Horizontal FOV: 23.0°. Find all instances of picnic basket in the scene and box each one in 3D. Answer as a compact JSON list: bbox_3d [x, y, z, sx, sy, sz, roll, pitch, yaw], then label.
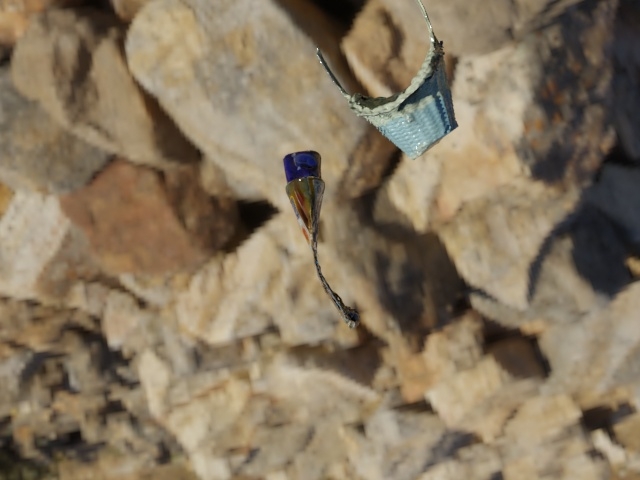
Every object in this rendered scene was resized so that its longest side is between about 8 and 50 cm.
[{"bbox_3d":[0.045,-0.089,0.874,0.065,0.083,0.083,-32,-178,12],"label":"picnic basket"}]

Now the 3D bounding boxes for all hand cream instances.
[{"bbox_3d":[0.000,0.000,1.398,0.039,0.163,0.062,-14,167,-3],"label":"hand cream"}]
